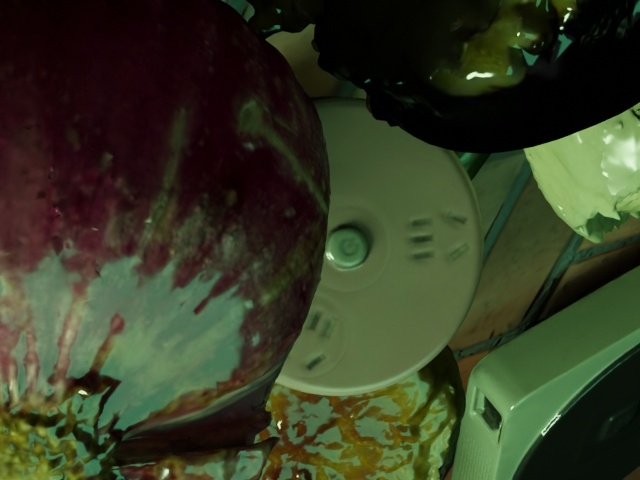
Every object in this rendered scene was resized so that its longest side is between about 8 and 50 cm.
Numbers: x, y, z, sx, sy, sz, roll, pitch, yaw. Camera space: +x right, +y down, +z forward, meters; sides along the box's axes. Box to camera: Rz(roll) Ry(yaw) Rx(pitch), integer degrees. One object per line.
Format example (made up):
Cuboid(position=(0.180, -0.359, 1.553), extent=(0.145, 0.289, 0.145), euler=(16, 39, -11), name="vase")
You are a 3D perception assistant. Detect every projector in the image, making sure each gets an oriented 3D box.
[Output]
Cuboid(position=(0.214, 0.112, 1.435), extent=(0.259, 0.079, 0.257), euler=(-27, 150, -20), name="projector")

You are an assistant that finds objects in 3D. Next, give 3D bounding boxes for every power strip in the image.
Cuboid(position=(0.000, 0.000, 0.943), extent=(0.154, 0.154, 0.078), euler=(-32, -167, -14), name="power strip")

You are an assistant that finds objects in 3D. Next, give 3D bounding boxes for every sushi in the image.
Cuboid(position=(0.082, -0.142, 0.793), extent=(0.204, 0.200, 0.213), euler=(13, 100, -56), name="sushi")

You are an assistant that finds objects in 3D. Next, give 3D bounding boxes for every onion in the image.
Cuboid(position=(-0.131, -0.003, 0.719), extent=(0.256, 0.272, 0.230), euler=(-13, 130, -32), name="onion")

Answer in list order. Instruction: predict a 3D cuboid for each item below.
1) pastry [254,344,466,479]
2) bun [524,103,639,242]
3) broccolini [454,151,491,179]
Cuboid(position=(-0.016, 0.088, 1.059), extent=(0.192, 0.093, 0.182), euler=(30, 109, -23), name="pastry")
Cuboid(position=(0.213, -0.111, 0.950), extent=(0.259, 0.152, 0.259), euler=(-20, 172, -3), name="bun")
Cuboid(position=(0.043, 0.012, 1.121), extent=(0.079, 0.074, 0.392), euler=(33, 110, -17), name="broccolini")
